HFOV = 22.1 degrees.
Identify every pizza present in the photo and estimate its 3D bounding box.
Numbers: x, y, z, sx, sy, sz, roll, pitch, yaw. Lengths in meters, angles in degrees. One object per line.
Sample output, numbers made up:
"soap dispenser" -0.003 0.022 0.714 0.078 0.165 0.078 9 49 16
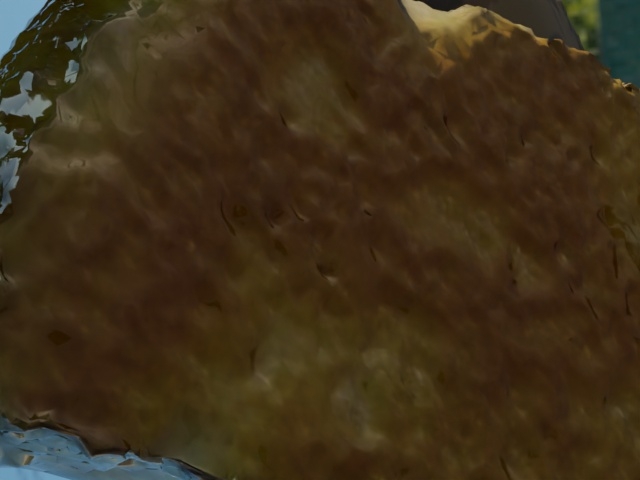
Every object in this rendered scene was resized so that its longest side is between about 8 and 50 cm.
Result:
"pizza" 0.043 0.036 0.404 0.071 0.297 0.189 -39 32 51

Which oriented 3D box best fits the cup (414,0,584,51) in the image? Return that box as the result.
"cup" 0.000 0.000 0.668 0.301 0.227 0.257 -61 -35 -36
